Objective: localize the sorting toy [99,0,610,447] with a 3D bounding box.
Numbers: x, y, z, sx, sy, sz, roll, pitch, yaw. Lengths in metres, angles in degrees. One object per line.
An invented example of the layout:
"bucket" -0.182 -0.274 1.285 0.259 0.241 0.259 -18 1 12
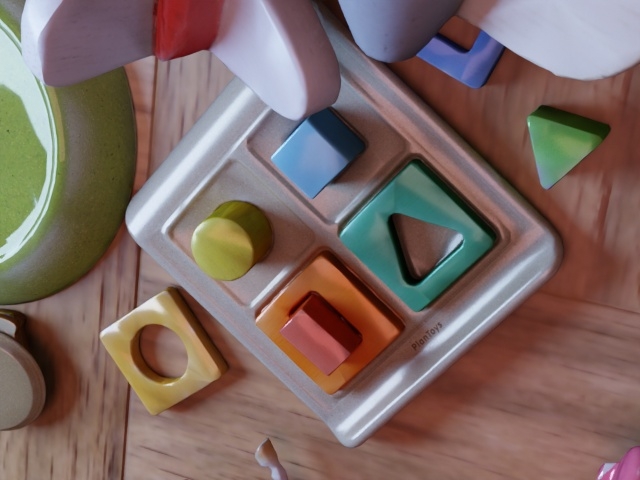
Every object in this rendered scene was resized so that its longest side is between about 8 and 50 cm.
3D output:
"sorting toy" 0.000 0.000 0.613 0.196 0.047 0.347 46 117 3

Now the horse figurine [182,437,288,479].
"horse figurine" -0.075 0.234 0.704 0.263 0.066 0.174 -26 95 26

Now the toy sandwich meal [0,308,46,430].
"toy sandwich meal" -0.211 0.083 0.734 0.085 0.029 0.085 5 116 11

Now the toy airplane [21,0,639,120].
"toy airplane" -0.060 -0.223 0.441 0.386 0.272 0.384 -8 93 41

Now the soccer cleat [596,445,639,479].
"soccer cleat" 0.169 0.219 0.597 0.095 0.083 0.248 13 114 17

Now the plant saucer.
"plant saucer" -0.225 -0.069 0.687 0.241 0.037 0.241 6 107 19
